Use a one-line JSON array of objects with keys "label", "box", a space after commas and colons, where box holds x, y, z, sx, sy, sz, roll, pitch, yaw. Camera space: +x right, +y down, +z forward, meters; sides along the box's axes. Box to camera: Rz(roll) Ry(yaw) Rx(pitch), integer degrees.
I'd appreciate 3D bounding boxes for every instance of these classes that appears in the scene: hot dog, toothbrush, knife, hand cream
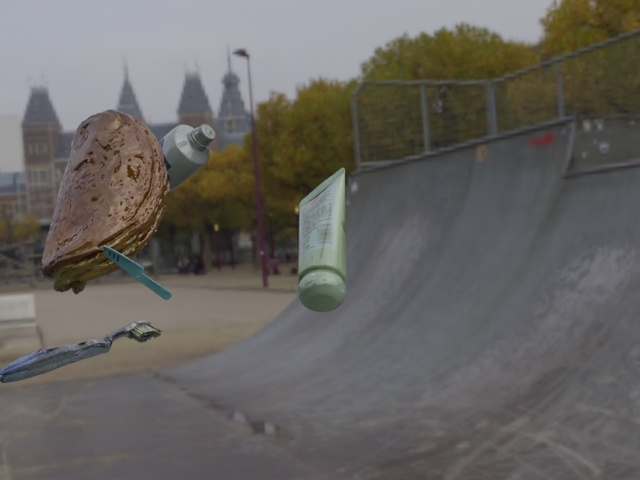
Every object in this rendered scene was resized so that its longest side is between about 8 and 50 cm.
[{"label": "hot dog", "box": [-0.309, -0.046, 1.255, 0.196, 0.272, 0.122, -25, -39, 35]}, {"label": "toothbrush", "box": [-0.366, 0.169, 1.379, 0.042, 0.035, 0.413, 24, 11, 17]}, {"label": "knife", "box": [-0.177, 0.031, 0.858, 0.091, 0.014, 0.005, 41, 13, -34]}, {"label": "hand cream", "box": [0.000, 0.000, 1.753, 0.093, 0.305, 0.147, 27, -46, -30]}, {"label": "hand cream", "box": [-0.303, -0.103, 1.554, 0.341, 0.124, 0.078, -33, -37, 33]}]
